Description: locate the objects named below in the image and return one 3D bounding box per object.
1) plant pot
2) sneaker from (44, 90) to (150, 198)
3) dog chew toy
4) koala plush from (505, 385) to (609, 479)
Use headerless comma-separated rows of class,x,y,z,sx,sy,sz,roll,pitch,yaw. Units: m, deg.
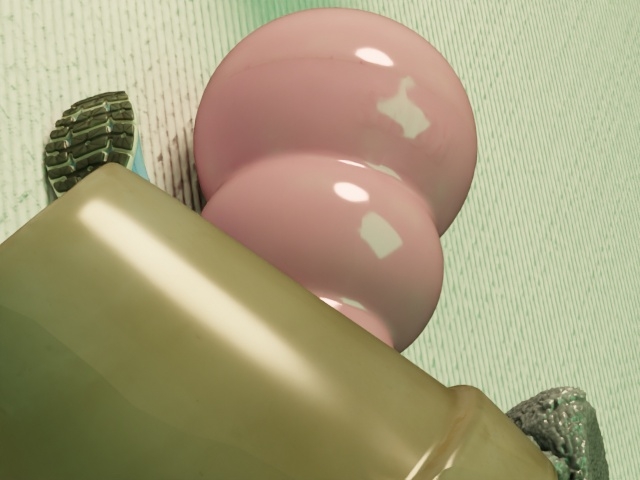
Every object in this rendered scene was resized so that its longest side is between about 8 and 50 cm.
plant pot,-0.085,0.122,0.959,0.280,0.323,0.323,49,29,-2
sneaker,-0.138,-0.021,1.201,0.073,0.063,0.162,52,31,-64
dog chew toy,0.000,0.000,1.280,0.206,0.207,0.331,42,45,-41
koala plush,0.076,0.223,1.228,0.196,0.221,0.203,-18,96,-65
